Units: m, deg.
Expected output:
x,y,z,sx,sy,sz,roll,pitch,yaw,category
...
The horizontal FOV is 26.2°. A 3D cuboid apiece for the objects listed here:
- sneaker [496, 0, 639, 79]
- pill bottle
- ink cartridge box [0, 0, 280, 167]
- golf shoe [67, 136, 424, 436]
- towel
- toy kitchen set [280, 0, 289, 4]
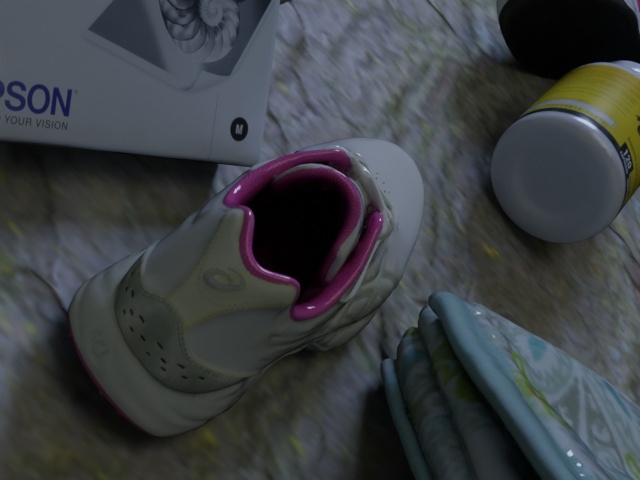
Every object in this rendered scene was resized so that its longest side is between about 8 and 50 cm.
x,y,z,sx,sy,sz,roll,pitch,yaw,category
0.232,-0.240,1.192,0.295,0.124,0.178,9,60,-52,sneaker
0.209,-0.077,1.063,0.103,0.103,0.184,52,38,-2,pill bottle
-0.111,-0.158,0.745,0.223,0.045,0.224,2,94,-45,ink cartridge box
0.000,0.000,0.757,0.115,0.140,0.306,52,36,0,golf shoe
0.194,0.196,0.740,0.320,0.090,0.374,35,15,-22,towel
-0.082,-0.262,0.921,0.207,0.122,0.166,55,32,-32,toy kitchen set
